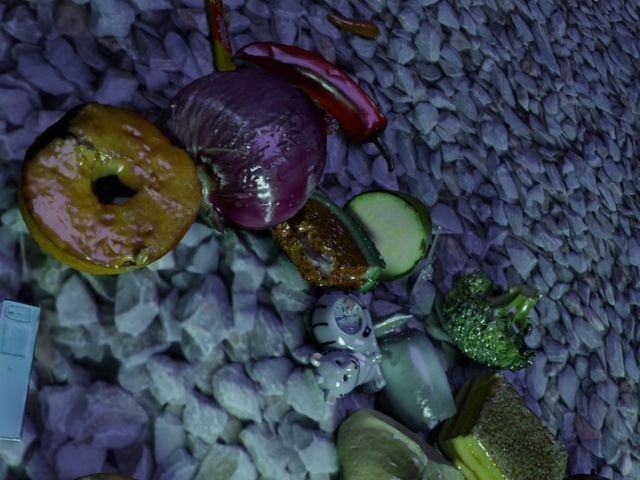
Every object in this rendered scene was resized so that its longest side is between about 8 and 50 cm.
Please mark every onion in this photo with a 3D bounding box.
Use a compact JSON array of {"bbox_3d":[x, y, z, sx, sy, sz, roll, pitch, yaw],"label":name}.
[{"bbox_3d":[-0.078,-0.188,1.160,0.267,0.159,0.349,45,53,8],"label":"onion"}]

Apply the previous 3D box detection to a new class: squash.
[{"bbox_3d":[0.128,-0.017,1.303,0.123,0.170,0.170,-21,82,-56],"label":"squash"}]

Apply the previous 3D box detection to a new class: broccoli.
[{"bbox_3d":[0.331,0.152,1.364,0.226,0.176,0.198,-2,50,-21],"label":"broccoli"}]

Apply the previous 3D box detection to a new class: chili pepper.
[{"bbox_3d":[0.006,-0.274,1.387,0.368,0.092,0.137,32,56,-15],"label":"chili pepper"}]

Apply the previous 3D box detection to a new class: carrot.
[{"bbox_3d":[0.076,-0.468,1.579,0.142,0.035,0.035,5,64,-33],"label":"carrot"}]

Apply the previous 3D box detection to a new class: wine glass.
[{"bbox_3d":[0.148,0.217,1.221,0.111,0.111,0.204,-16,78,-43],"label":"wine glass"}]

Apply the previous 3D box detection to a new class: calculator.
[{"bbox_3d":[-0.380,0.155,0.882,0.057,0.018,0.172,15,59,-32],"label":"calculator"}]

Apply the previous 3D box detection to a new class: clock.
[{"bbox_3d":[0.027,0.169,1.169,0.117,0.080,0.176,-4,72,-40],"label":"clock"}]

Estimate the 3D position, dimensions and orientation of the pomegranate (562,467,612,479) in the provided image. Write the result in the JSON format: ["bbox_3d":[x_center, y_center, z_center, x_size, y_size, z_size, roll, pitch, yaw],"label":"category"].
[{"bbox_3d":[0.500,0.514,1.340,0.148,0.148,0.169,37,48,-19],"label":"pomegranate"}]

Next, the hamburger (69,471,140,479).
[{"bbox_3d":[-0.225,0.359,0.850,0.208,0.135,0.155,44,29,6],"label":"hamburger"}]

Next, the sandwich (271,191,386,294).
[{"bbox_3d":[0.003,-0.010,1.211,0.235,0.079,0.159,51,28,12],"label":"sandwich"}]

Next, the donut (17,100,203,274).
[{"bbox_3d":[-0.288,-0.068,0.999,0.254,0.118,0.253,12,65,-28],"label":"donut"}]

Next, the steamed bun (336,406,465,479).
[{"bbox_3d":[0.116,0.353,1.109,0.212,0.110,0.231,50,39,7],"label":"steamed bun"}]

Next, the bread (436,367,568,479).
[{"bbox_3d":[0.323,0.374,1.290,0.234,0.110,0.184,50,43,-10],"label":"bread"}]

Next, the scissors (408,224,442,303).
[{"bbox_3d":[0.197,0.039,1.320,0.015,0.189,0.100,27,48,14],"label":"scissors"}]

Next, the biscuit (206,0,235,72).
[{"bbox_3d":[-0.191,-0.420,1.337,0.048,0.026,0.291,19,55,-55],"label":"biscuit"}]
